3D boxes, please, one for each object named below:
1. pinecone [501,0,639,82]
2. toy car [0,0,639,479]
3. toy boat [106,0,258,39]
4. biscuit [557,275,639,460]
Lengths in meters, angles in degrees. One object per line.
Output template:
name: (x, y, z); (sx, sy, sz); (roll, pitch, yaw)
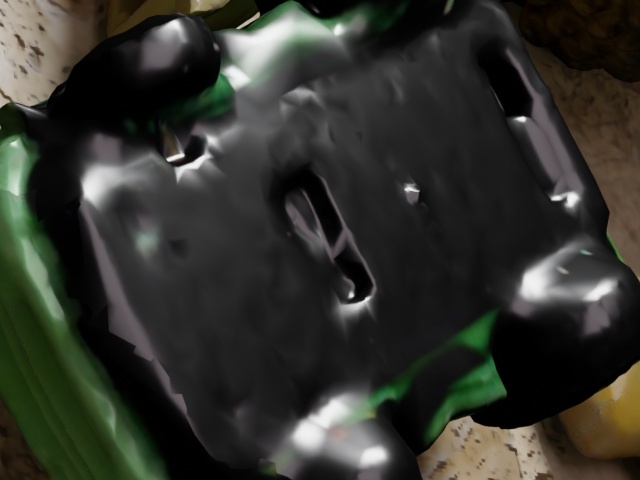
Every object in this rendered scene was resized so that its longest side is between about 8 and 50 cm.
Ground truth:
pinecone: (0.195, -0.202, 1.064); (0.243, 0.243, 0.257); (6, 47, -43)
toy car: (0.000, 0.000, 0.771); (0.359, 0.176, 0.213); (-31, 94, -45)
toy boat: (-0.086, -0.276, 0.894); (0.162, 0.136, 0.445); (9, 60, -36)
biscuit: (0.244, 0.124, 1.017); (0.291, 0.062, 0.236); (1, 64, -47)
